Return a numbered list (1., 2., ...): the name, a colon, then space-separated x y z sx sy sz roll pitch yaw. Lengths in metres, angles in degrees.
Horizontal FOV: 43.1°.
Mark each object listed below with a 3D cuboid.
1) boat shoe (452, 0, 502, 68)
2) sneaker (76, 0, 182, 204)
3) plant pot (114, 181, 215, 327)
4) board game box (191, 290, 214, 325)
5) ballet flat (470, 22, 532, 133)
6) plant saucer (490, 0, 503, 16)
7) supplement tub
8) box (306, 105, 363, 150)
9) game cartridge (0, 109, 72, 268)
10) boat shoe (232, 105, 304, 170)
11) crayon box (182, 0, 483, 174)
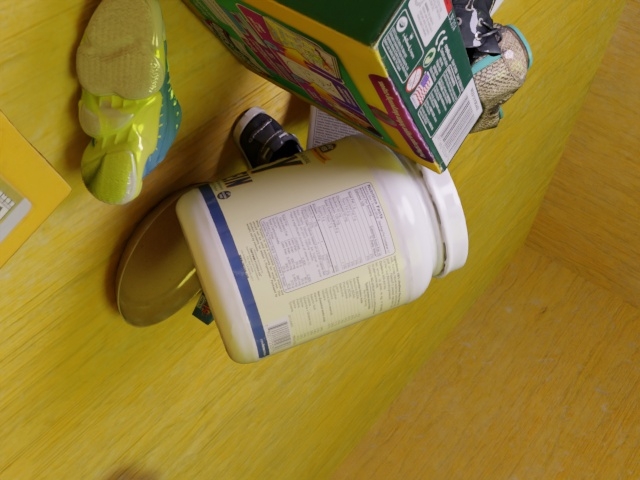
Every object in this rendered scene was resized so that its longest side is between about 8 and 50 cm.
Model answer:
1. boat shoe: 0.227 -0.306 1.276 0.340 0.113 0.127 -59 158 18
2. sneaker: -0.199 -0.162 0.870 0.126 0.091 0.240 -59 170 -60
3. plant pot: -0.208 0.015 1.145 0.236 0.032 0.236 -47 156 -28
4. board game box: -0.123 0.025 1.272 0.201 0.035 0.136 -61 172 31
5. ballet flat: 0.288 -0.297 1.625 0.182 0.164 0.483 -31 176 1
6. plant saucer: 0.257 -0.522 1.329 0.400 0.100 0.400 -47 158 -26
7. supplement tub: 0.000 0.000 1.051 0.325 0.235 0.235 -20 149 -10
8. box: 0.080 -0.231 1.204 0.127 0.149 0.232 -27 129 -56
9. game cartridge: -0.389 0.005 0.694 0.323 0.053 0.285 -53 159 -14
10. boat shoe: -0.060 -0.120 1.225 0.084 0.079 0.233 -55 162 -5
11. crayon box: -0.005 -0.229 0.852 0.106 0.313 0.363 -57 160 -1
